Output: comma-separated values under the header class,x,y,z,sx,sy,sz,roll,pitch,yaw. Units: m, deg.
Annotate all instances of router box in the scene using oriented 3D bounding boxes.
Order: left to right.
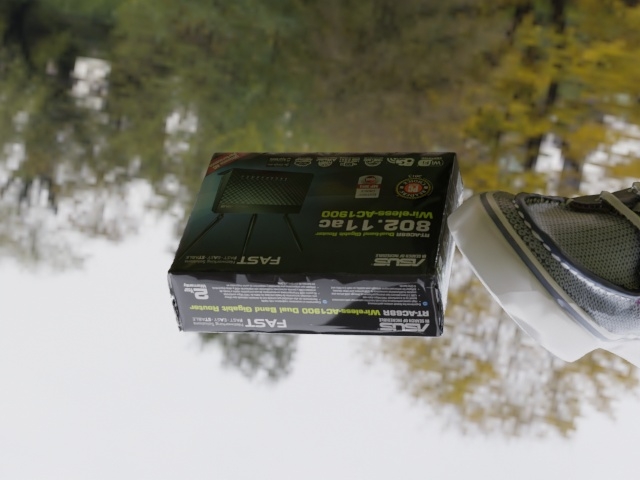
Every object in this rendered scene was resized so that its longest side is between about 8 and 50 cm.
class,x,y,z,sx,sy,sz,roll,pitch,yaw
router box,0.000,0.000,0.687,0.122,0.038,0.092,0,-141,12

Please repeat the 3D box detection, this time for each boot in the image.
class,x,y,z,sx,sy,sz,roll,pitch,yaw
boot,0.118,-0.004,0.551,0.069,0.086,0.190,56,-161,22
